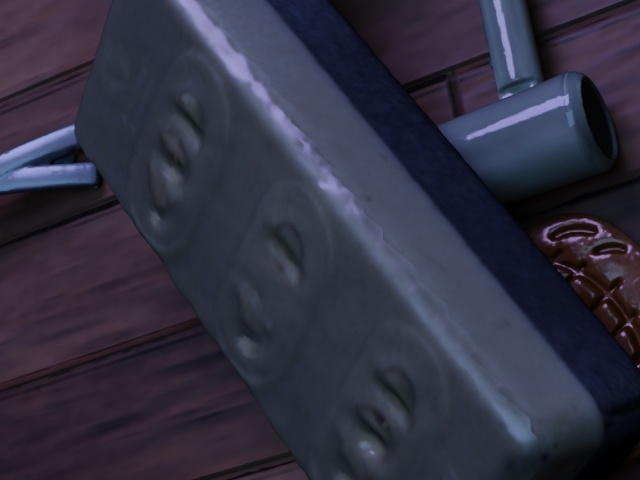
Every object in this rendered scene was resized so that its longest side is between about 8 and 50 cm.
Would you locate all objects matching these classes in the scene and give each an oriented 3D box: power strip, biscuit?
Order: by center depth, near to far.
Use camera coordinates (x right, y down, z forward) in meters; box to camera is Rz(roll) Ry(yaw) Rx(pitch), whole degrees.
[{"bbox_3d":[0.090,0.036,0.589,0.078,0.015,0.091,-49,61,11],"label":"biscuit"},{"bbox_3d":[0.000,0.000,0.596,0.256,0.070,0.105,54,137,28],"label":"power strip"}]

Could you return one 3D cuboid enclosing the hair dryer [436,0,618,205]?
[{"bbox_3d":[0.063,-0.072,0.619,0.063,0.038,0.124,-20,64,24],"label":"hair dryer"}]

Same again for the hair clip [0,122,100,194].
[{"bbox_3d":[-0.146,-0.020,0.730,0.115,0.039,0.030,-17,80,13],"label":"hair clip"}]
